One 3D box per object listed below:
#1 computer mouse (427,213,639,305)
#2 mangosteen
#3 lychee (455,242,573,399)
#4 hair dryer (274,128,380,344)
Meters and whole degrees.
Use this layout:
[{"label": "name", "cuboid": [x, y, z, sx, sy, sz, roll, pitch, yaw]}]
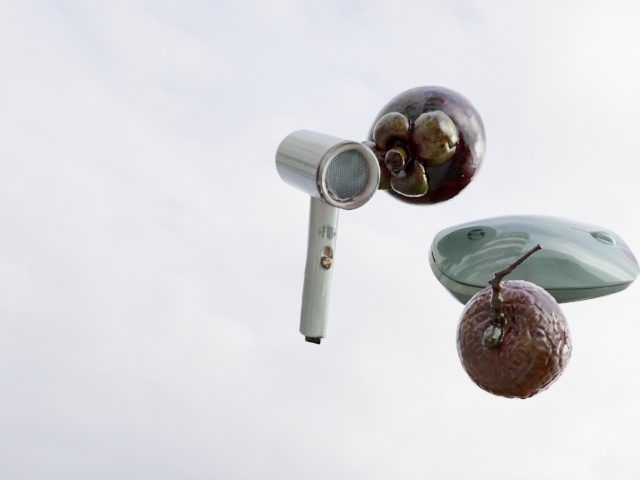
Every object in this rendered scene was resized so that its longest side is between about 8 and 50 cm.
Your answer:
[{"label": "computer mouse", "cuboid": [0.296, 0.014, 1.071, 0.288, 0.159, 0.097, -8, -56, 1]}, {"label": "mangosteen", "cuboid": [0.136, -0.128, 1.062, 0.200, 0.200, 0.200, 12, -27, 6]}, {"label": "lychee", "cuboid": [0.168, 0.079, 0.677, 0.140, 0.114, 0.101, 44, -6, -23]}, {"label": "hair dryer", "cuboid": [0.000, 0.000, 0.845, 0.073, 0.236, 0.131, -5, 15, -25]}]
